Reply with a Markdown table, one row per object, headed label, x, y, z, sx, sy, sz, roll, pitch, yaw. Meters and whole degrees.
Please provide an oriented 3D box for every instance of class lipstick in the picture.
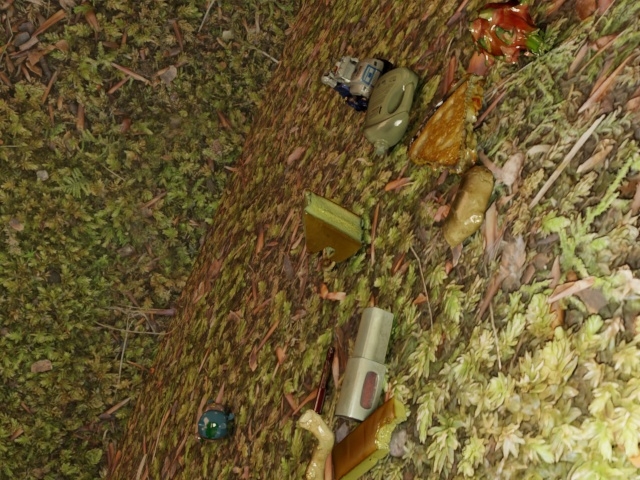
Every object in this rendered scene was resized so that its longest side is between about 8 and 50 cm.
| label | x | y | z | sx | sy | sz | roll | pitch | yaw |
| --- | --- | --- | --- | --- | --- | --- | --- | --- | --- |
| lipstick | 0.104 | 0.280 | 1.445 | 0.077 | 0.079 | 0.253 | -26 | 45 | 60 |
| lipstick | 0.010 | 0.359 | 1.653 | 0.027 | 0.027 | 0.177 | -29 | 42 | 57 |

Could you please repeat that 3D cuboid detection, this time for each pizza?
| label | x | y | z | sx | sy | sz | roll | pitch | yaw |
| --- | --- | --- | --- | --- | --- | --- | --- | --- | --- |
| pizza | 0.321 | -0.268 | 1.487 | 0.251 | 0.074 | 0.288 | -64 | 23 | 10 |

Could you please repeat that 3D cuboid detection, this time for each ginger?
| label | x | y | z | sx | sy | sz | roll | pitch | yaw |
| --- | --- | --- | --- | --- | --- | --- | --- | --- | --- |
| ginger | -0.008 | 0.503 | 1.381 | 0.089 | 0.075 | 0.288 | -32 | -56 | -63 |
| ginger | 0.308 | -0.071 | 1.333 | 0.095 | 0.068 | 0.190 | 123 | 169 | -89 |

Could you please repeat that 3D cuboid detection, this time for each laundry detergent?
| label | x | y | z | sx | sy | sz | roll | pitch | yaw |
| --- | --- | --- | --- | --- | --- | --- | --- | --- | --- |
| laundry detergent | 0.198 | -0.361 | 1.833 | 0.181 | 0.091 | 0.253 | -17 | 53 | 55 |

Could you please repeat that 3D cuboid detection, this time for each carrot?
| label | x | y | z | sx | sy | sz | roll | pitch | yaw |
| --- | --- | --- | --- | --- | --- | --- | --- | --- | --- |
| carrot | 0.323 | -0.351 | 1.620 | 0.035 | 0.035 | 0.142 | -108 | 38 | -58 |

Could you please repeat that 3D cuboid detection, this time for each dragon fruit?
| label | x | y | z | sx | sy | sz | roll | pitch | yaw |
| --- | --- | --- | --- | --- | --- | --- | --- | --- | --- |
| dragon fruit | 0.412 | -0.449 | 1.375 | 0.135 | 0.137 | 0.236 | -31 | 22 | -10 |

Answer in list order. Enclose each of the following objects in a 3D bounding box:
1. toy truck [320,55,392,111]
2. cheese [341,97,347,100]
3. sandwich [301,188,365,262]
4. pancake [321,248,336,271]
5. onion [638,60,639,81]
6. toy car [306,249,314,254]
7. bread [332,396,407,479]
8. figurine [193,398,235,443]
| label | x | y | z | sx | sy | sz | roll | pitch | yaw |
| --- | --- | --- | --- | --- | --- | --- | --- | --- | --- |
| toy truck | 0.112 | -0.526 | 2.074 | 0.161 | 0.177 | 0.213 | -66 | 21 | -2 |
| cheese | 0.108 | -0.510 | 2.247 | 0.060 | 0.041 | 0.084 | -14 | 45 | 55 |
| sandwich | 0.008 | -0.042 | 1.756 | 0.128 | 0.235 | 0.122 | -35 | 46 | 28 |
| pancake | 0.038 | 0.028 | 1.910 | 0.139 | 0.022 | 0.140 | -50 | 27 | 37 |
| onion | 0.521 | -0.248 | 0.822 | 0.252 | 0.219 | 0.252 | -46 | 23 | 27 |
| toy car | 0.000 | 0.000 | 1.980 | 0.035 | 0.059 | 0.122 | 49 | 120 | 33 |
| bread | 0.103 | 0.424 | 1.347 | 0.226 | 0.049 | 0.088 | -51 | 27 | 34 |
| figurine | -0.361 | 0.619 | 2.158 | 0.178 | 0.114 | 0.145 | -102 | 32 | -73 |
